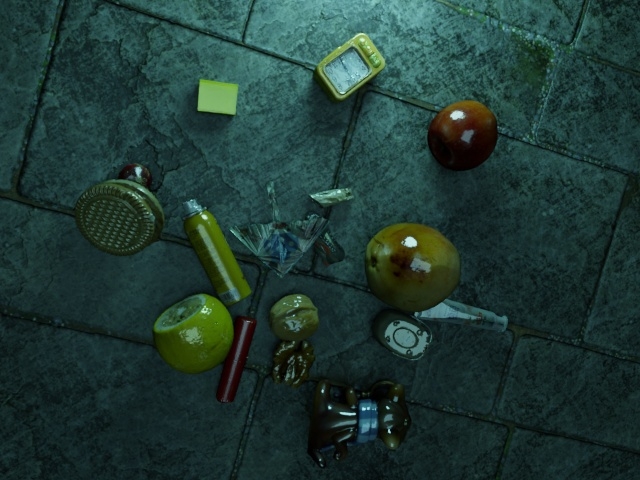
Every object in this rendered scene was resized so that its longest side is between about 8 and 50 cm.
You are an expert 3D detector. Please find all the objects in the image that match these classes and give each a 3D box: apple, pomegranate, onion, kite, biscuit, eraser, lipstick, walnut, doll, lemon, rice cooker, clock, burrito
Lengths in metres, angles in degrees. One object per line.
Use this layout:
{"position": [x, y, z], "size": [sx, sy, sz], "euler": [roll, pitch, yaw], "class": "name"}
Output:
{"position": [0.459, -0.339, 1.832], "size": [0.201, 0.218, 0.218], "euler": [-25, 99, -13], "class": "apple"}
{"position": [0.299, 0.088, 1.801], "size": [0.319, 0.319, 0.319], "euler": [-1, 95, -10], "class": "pomegranate"}
{"position": [-0.568, -0.182, 1.727], "size": [0.107, 0.097, 0.107], "euler": [-26, 125, -45], "class": "onion"}
{"position": [-0.133, -0.036, 1.814], "size": [0.335, 0.011, 0.314], "euler": [-6, 91, 5], "class": "kite"}
{"position": [-0.599, -0.066, 1.694], "size": [0.259, 0.079, 0.259], "euler": [2, 121, 4], "class": "biscuit"}
{"position": [-0.321, -0.445, 1.767], "size": [0.122, 0.045, 0.097], "euler": [4, 95, -12], "class": "eraser"}
{"position": [-0.276, 0.387, 1.841], "size": [0.073, 0.073, 0.279], "euler": [15, 92, -11], "class": "lipstick"}
{"position": [-0.096, 0.399, 1.875], "size": [0.143, 0.069, 0.170], "euler": [20, 93, -13], "class": "walnut"}
{"position": [0.126, 0.586, 1.845], "size": [0.340, 0.318, 0.209], "euler": [-6, 138, 9], "class": "doll"}
{"position": [-0.378, 0.300, 1.735], "size": [0.240, 0.240, 0.219], "euler": [-28, 112, -6], "class": "lemon"}
{"position": [0.276, 0.318, 1.905], "size": [0.206, 0.127, 0.145], "euler": [28, 91, -3], "class": "rice cooker"}
{"position": [0.090, -0.548, 1.807], "size": [0.202, 0.096, 0.143], "euler": [-39, 104, -4], "class": "clock"}
{"position": [-0.086, 0.249, 1.824], "size": [0.166, 0.149, 0.166], "euler": [-2, 57, 3], "class": "walnut"}
{"position": [0.036, -0.140, 1.862], "size": [0.149, 0.041, 0.055], "euler": [-10, 84, -6], "class": "burrito"}

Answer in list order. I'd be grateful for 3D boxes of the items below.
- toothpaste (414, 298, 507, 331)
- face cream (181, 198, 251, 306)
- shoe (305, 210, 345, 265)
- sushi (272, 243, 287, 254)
{"position": [0.489, 0.256, 1.972], "size": [0.323, 0.066, 0.100], "euler": [13, 90, -6], "class": "toothpaste"}
{"position": [-0.338, 0.033, 1.779], "size": [0.105, 0.105, 0.348], "euler": [-27, 99, -7], "class": "face cream"}
{"position": [-0.001, -0.001, 1.856], "size": [0.077, 0.074, 0.194], "euler": [-36, 87, 38], "class": "shoe"}
{"position": [-0.120, 0.029, 1.846], "size": [0.083, 0.046, 0.044], "euler": [23, 90, -11], "class": "sushi"}
